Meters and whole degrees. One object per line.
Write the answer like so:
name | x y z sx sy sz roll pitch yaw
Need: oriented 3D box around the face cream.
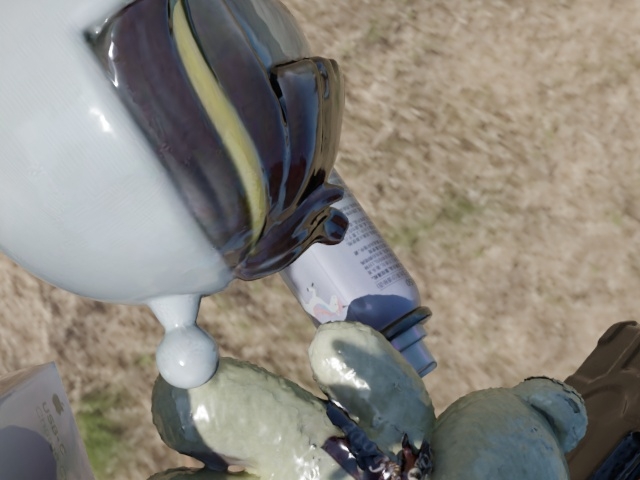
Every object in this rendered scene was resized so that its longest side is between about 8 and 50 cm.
face cream | 0.000 0.000 0.994 0.075 0.229 0.075 -34 170 -7

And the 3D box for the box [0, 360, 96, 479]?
box | -0.184 0.191 0.745 0.106 0.252 0.203 -18 94 8

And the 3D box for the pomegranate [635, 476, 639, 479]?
pomegranate | 0.208 0.187 0.665 0.210 0.210 0.235 -34 141 -13

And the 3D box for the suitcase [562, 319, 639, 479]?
suitcase | 0.199 0.189 1.121 0.066 0.206 0.285 43 84 -12

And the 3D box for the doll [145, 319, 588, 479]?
doll | 0.026 0.157 0.881 0.278 0.149 0.175 10 117 -12

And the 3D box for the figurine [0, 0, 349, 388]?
figurine | -0.129 -0.112 0.644 0.167 0.370 0.281 -40 173 -2
